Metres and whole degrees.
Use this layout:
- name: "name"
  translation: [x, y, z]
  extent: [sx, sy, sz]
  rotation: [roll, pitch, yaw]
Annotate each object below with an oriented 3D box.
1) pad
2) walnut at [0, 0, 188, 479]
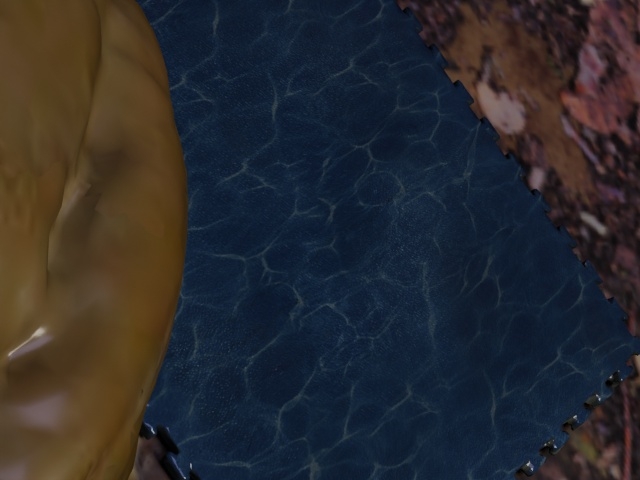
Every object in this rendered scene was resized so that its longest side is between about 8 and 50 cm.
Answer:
- name: "pad"
  translation: [0.000, 0.000, 0.806]
  extent: [0.269, 0.012, 0.270]
  rotation: [54, 44, -2]
- name: "walnut"
  translation: [-0.162, 0.020, 0.468]
  extent: [0.252, 0.277, 0.313]
  rotation: [20, 42, -15]
